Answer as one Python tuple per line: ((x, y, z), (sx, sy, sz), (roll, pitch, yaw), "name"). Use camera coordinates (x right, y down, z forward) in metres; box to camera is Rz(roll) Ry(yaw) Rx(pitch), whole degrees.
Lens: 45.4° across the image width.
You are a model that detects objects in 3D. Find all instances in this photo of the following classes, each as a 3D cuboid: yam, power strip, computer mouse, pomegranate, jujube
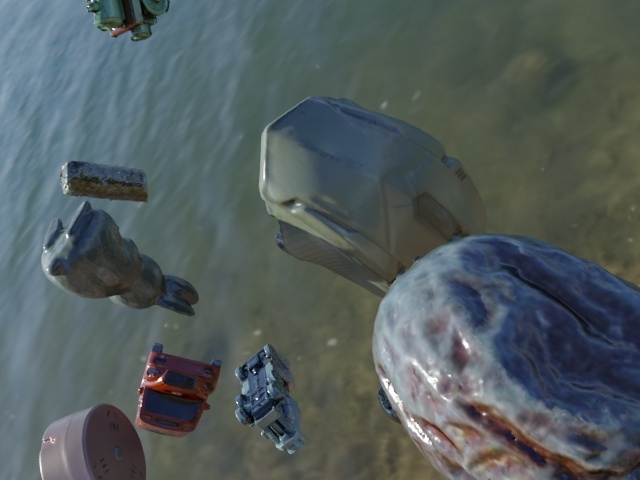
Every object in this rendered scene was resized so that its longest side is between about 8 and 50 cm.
((-0.433, -0.118, 1.553), (0.078, 0.179, 0.078), (-20, 67, 59), "yam")
((-0.310, 0.309, 1.060), (0.078, 0.154, 0.154), (-23, 40, 11), "power strip")
((0.101, -0.041, 1.045), (0.145, 0.429, 0.228), (10, 73, 53), "computer mouse")
((0.189, 0.307, 1.616), (0.138, 0.126, 0.163), (118, 169, -50), "pomegranate")
((0.205, 0.134, 0.690), (0.246, 0.215, 0.308), (-27, 48, -20), "jujube")

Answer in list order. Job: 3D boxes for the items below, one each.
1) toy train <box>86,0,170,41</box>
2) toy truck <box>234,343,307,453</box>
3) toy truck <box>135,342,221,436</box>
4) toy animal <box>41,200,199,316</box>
((-0.254, -0.330, 0.921), (0.074, 0.118, 0.176), (-9, 92, 39), "toy train")
((-0.102, 0.346, 1.664), (0.108, 0.140, 0.256), (-39, 22, 8), "toy truck")
((-0.228, 0.240, 1.183), (0.252, 0.107, 0.114), (130, 155, -67), "toy truck")
((-0.287, 0.053, 1.082), (0.108, 0.236, 0.138), (-14, 43, 29), "toy animal")
